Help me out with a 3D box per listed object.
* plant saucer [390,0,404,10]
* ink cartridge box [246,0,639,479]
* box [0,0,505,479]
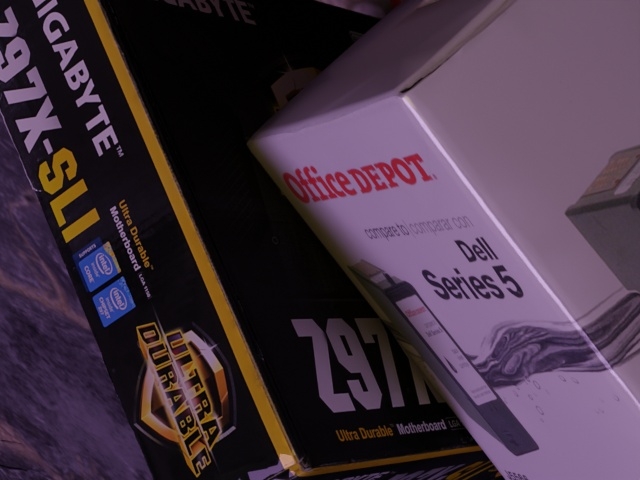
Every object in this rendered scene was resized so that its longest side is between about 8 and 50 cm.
[{"bbox_3d":[0.119,-0.065,0.819,0.259,0.048,0.258,36,160,34],"label":"plant saucer"},{"bbox_3d":[0.115,0.022,0.735,0.273,0.115,0.198,51,164,-10],"label":"ink cartridge box"},{"bbox_3d":[0.000,0.000,0.883,0.079,0.322,0.257,-31,72,27],"label":"box"}]
